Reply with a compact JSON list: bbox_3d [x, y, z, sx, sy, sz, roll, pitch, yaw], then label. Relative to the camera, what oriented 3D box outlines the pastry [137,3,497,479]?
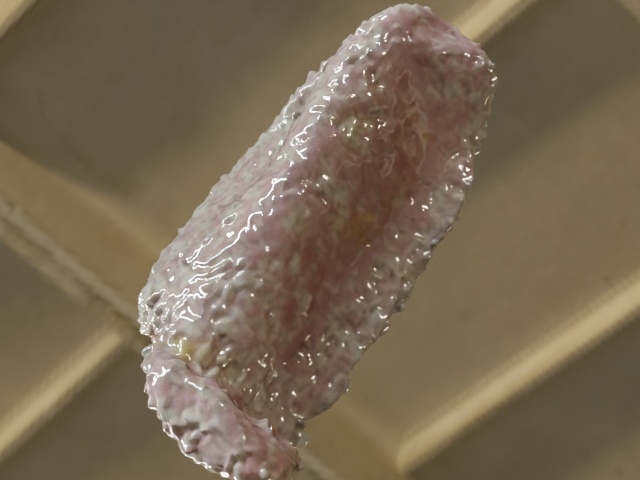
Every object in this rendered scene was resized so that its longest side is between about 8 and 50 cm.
[{"bbox_3d":[-0.008,0.004,0.890,0.103,0.265,0.112,43,-30,-18],"label":"pastry"}]
